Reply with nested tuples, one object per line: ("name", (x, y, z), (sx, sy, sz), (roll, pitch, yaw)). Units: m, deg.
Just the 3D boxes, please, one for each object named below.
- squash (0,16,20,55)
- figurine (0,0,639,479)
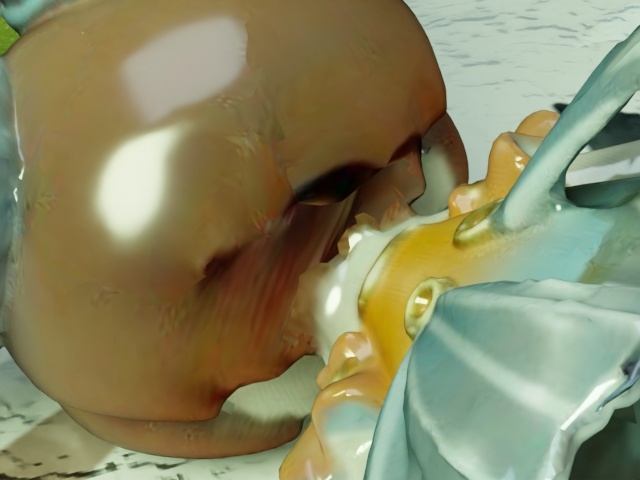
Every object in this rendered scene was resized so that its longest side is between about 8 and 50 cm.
("squash", (-0.158, -0.147, 0.888), (0.341, 0.094, 0.094), (-16, 33, -18))
("figurine", (0.000, 0.002, 0.505), (0.388, 0.248, 0.276), (23, 66, 41))
